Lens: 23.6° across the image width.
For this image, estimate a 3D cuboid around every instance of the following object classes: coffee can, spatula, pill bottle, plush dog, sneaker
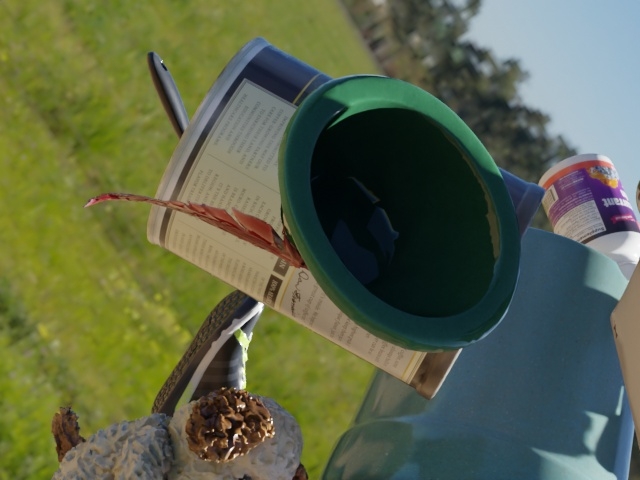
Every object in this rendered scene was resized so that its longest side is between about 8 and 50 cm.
[{"bbox_3d":[0.021,-0.020,1.294,0.275,0.201,0.201,29,6,5],"label":"coffee can"},{"bbox_3d":[-0.116,-0.074,1.652,0.296,0.030,0.084,60,10,-24],"label":"spatula"},{"bbox_3d":[0.366,-0.009,2.026,0.108,0.108,0.193,46,23,-58],"label":"pill bottle"},{"bbox_3d":[-0.121,0.214,1.395,0.262,0.225,0.211,59,10,-61],"label":"plush dog"},{"bbox_3d":[-0.123,0.164,1.951,0.097,0.235,0.084,31,17,-15],"label":"sneaker"}]

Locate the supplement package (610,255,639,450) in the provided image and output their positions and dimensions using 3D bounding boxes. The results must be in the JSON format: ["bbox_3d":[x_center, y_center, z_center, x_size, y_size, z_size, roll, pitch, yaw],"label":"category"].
[{"bbox_3d":[0.325,0.070,0.978,0.139,0.244,0.134,85,-4,-69],"label":"supplement package"}]

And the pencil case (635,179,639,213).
[{"bbox_3d":[0.460,-0.123,1.447,0.160,0.410,0.183,5,50,-28],"label":"pencil case"}]

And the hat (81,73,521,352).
[{"bbox_3d":[0.000,0.000,1.002,0.173,0.183,0.208,-30,88,-39],"label":"hat"}]

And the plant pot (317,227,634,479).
[{"bbox_3d":[0.183,0.185,1.592,0.341,0.341,0.334,51,49,-45],"label":"plant pot"}]
